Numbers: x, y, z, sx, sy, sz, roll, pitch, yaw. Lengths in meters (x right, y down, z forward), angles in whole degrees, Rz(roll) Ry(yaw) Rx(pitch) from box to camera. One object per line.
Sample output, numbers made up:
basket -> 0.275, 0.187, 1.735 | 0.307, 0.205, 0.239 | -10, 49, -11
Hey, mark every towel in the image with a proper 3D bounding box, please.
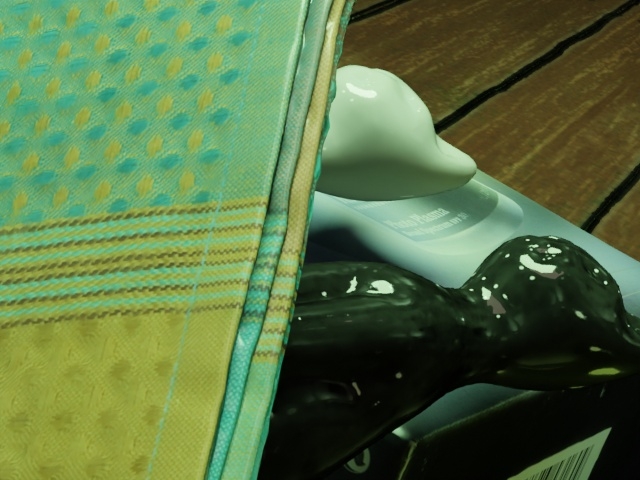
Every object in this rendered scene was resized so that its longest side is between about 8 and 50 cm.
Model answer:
towel -> -0.137, 0.056, 0.531 | 0.272, 0.040, 0.370 | -4, 57, 24

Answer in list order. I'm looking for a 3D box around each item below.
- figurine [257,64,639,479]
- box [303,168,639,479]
figurine -> 0.000, 0.000, 0.660 | 0.209, 0.092, 0.215 | -9, 40, -32
box -> -0.013, 0.057, 0.839 | 0.294, 0.182, 0.296 | 32, 26, 28
